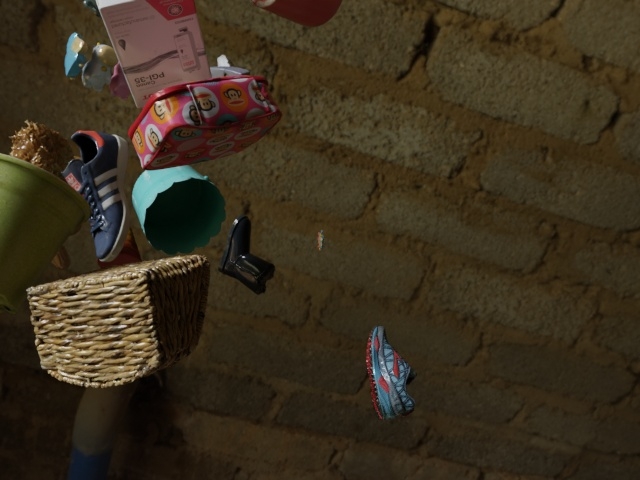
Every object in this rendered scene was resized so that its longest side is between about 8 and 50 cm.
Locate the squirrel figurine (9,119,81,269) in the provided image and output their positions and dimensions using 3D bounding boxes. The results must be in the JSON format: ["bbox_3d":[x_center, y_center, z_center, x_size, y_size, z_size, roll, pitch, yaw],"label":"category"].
[{"bbox_3d":[-0.855,-0.183,1.881,0.280,0.397,0.371,20,45,11],"label":"squirrel figurine"}]

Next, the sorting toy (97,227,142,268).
[{"bbox_3d":[-0.482,0.075,1.678,0.365,0.126,0.126,47,33,-50],"label":"sorting toy"}]

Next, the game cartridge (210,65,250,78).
[{"bbox_3d":[-0.304,-0.402,1.690,0.297,0.198,0.062,5,19,38],"label":"game cartridge"}]

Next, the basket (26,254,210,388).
[{"bbox_3d":[-0.373,0.157,1.144,0.298,0.214,0.223,-9,5,21],"label":"basket"}]

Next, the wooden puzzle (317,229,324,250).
[{"bbox_3d":[0.000,0.000,2.166,0.006,0.083,0.049,-3,20,-20],"label":"wooden puzzle"}]

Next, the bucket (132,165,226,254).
[{"bbox_3d":[-0.459,-0.111,1.862,0.281,0.281,0.183,-1,31,-35],"label":"bucket"}]

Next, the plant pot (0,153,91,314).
[{"bbox_3d":[-0.647,0.001,1.165,0.275,0.276,0.254,18,65,-6],"label":"plant pot"}]

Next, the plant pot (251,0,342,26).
[{"bbox_3d":[-0.097,-0.842,1.880,0.275,0.275,0.243,38,33,29],"label":"plant pot"}]

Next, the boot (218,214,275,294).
[{"bbox_3d":[-0.249,0.053,2.126,0.207,0.247,0.094,25,9,23],"label":"boot"}]

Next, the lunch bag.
[{"bbox_3d":[-0.254,-0.241,1.259,0.293,0.258,0.120,-20,82,-40],"label":"lunch bag"}]

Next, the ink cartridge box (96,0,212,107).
[{"bbox_3d":[-0.384,-0.476,1.373,0.207,0.283,0.117,-18,56,-10],"label":"ink cartridge box"}]

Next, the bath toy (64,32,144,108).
[{"bbox_3d":[-0.677,-0.562,1.948,0.348,0.151,0.129,18,46,-53],"label":"bath toy"}]

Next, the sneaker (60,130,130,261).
[{"bbox_3d":[-0.572,-0.117,1.454,0.148,0.131,0.350,15,58,-47],"label":"sneaker"}]

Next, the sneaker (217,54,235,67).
[{"bbox_3d":[-0.298,-0.461,1.786,0.090,0.115,0.232,33,40,-70],"label":"sneaker"}]

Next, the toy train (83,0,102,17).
[{"bbox_3d":[-0.581,-0.681,1.371,0.190,0.142,0.334,34,-15,42],"label":"toy train"}]

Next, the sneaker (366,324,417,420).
[{"bbox_3d":[0.192,0.351,1.555,0.125,0.104,0.262,-2,56,-5],"label":"sneaker"}]
